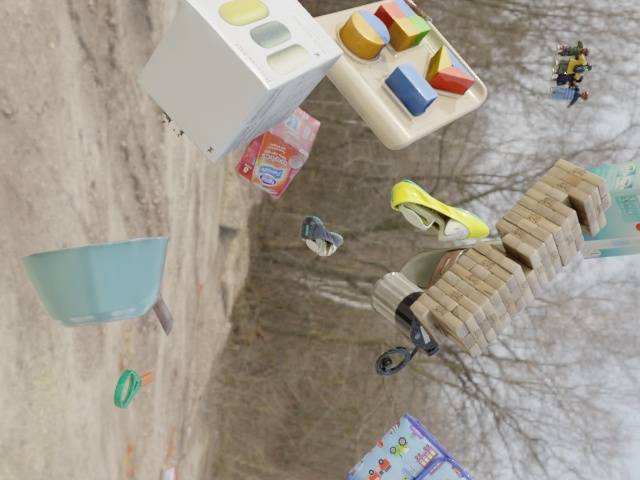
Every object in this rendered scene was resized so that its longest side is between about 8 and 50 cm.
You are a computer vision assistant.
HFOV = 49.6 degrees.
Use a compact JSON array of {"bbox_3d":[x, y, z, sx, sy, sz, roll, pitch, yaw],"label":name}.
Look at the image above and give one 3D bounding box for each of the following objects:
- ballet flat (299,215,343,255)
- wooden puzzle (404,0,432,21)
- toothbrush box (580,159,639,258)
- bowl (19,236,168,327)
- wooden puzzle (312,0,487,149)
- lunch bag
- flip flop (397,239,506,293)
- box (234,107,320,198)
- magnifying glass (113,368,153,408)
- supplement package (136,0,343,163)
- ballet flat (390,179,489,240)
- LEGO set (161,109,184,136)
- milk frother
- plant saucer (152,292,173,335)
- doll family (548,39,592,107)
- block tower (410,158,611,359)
[{"bbox_3d":[0.000,0.000,1.719,0.203,0.074,0.074,37,54,-63],"label":"ballet flat"},{"bbox_3d":[0.193,-0.455,1.376,0.006,0.049,0.083,-51,-134,13],"label":"wooden puzzle"},{"bbox_3d":[0.784,-0.079,1.744,0.216,0.295,0.126,55,48,-29],"label":"toothbrush box"},{"bbox_3d":[-0.473,0.093,1.496,0.311,0.311,0.163,-83,164,-90],"label":"bowl"},{"bbox_3d":[0.171,-0.375,1.438,0.347,0.322,0.080,-33,171,-39],"label":"wooden puzzle"},{"bbox_3d":[0.250,0.614,1.703,0.221,0.293,0.138,-46,150,-2],"label":"lunch bag"},{"bbox_3d":[0.287,0.071,1.468,0.080,0.276,0.112,-82,158,-77],"label":"flip flop"},{"bbox_3d":[-0.095,-0.222,1.616,0.128,0.122,0.257,-51,-169,26],"label":"box"},{"bbox_3d":[-0.458,0.354,1.705,0.231,0.026,0.092,28,74,-84],"label":"magnifying glass"},{"bbox_3d":[-0.136,-0.309,1.226,0.198,0.199,0.262,-42,-179,40],"label":"supplement package"},{"bbox_3d":[0.247,-0.043,1.462,0.077,0.230,0.077,-51,-167,53],"label":"ballet flat"},{"bbox_3d":[-0.326,-0.272,1.545,0.023,0.054,0.083,-98,179,-51],"label":"LEGO set"},{"bbox_3d":[0.127,0.144,1.175,0.134,0.143,0.129,37,-45,57],"label":"milk frother"},{"bbox_3d":[-0.438,0.159,1.842,0.199,0.036,0.199,57,-15,24],"label":"plant saucer"},{"bbox_3d":[0.731,-0.479,2.007,0.193,0.111,0.076,85,14,-47],"label":"doll family"},{"bbox_3d":[0.295,0.031,1.051,0.097,0.335,0.091,40,-10,47],"label":"block tower"}]
